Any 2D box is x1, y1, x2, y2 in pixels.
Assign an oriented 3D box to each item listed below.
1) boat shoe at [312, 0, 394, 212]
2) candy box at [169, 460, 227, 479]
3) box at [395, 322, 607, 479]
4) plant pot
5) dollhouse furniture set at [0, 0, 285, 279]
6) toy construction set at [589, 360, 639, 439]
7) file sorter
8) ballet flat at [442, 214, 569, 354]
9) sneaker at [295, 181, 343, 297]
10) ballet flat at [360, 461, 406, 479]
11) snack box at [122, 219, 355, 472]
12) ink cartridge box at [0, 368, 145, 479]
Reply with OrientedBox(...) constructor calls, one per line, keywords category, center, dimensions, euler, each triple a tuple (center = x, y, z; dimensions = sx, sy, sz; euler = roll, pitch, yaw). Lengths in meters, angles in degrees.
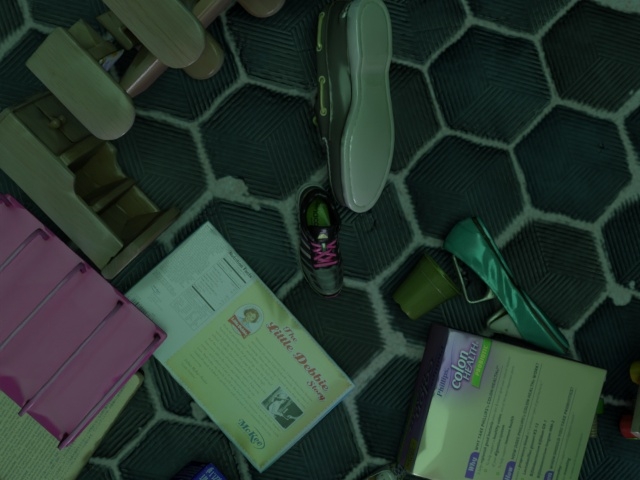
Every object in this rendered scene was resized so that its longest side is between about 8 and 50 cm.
OrientedBox(category="boat shoe", center=(0.042, -0.194, 1.854), dimensions=(0.109, 0.091, 0.305), euler=(-4, 97, -50))
OrientedBox(category="candy box", center=(-0.191, 0.506, 1.776), dimensions=(0.317, 0.122, 0.268), euler=(-43, 96, -20))
OrientedBox(category="box", center=(0.258, 0.254, 1.874), dimensions=(0.243, 0.117, 0.213), euler=(15, 89, -9))
OrientedBox(category="plant pot", center=(0.149, 0.073, 1.883), dimensions=(0.079, 0.083, 0.083), euler=(-43, 96, 7))
OrientedBox(category="dollhouse furniture set", center=(-0.213, -0.183, 1.697), dimensions=(0.394, 0.362, 0.256), euler=(-42, 95, 22))
OrientedBox(category="toy construction set", center=(0.553, 0.172, 1.836), dimensions=(0.257, 0.309, 0.237), euler=(3, 85, -16))
OrientedBox(category="file sorter", center=(-0.370, 0.103, 1.666), dimensions=(0.291, 0.182, 0.202), euler=(42, 83, -4))
OrientedBox(category="ballet flat", center=(0.262, 0.081, 1.898), dimensions=(0.087, 0.083, 0.247), euler=(-35, 92, 9))
OrientedBox(category="sneaker", center=(0.000, 0.000, 1.857), dimensions=(0.063, 0.075, 0.170), euler=(-8, 92, -8))
OrientedBox(category="ballet flat", center=(0.077, 0.361, 1.889), dimensions=(0.114, 0.041, 0.041), euler=(-26, 94, -7))
OrientedBox(category="snack box", center=(-0.124, 0.150, 1.848), dimensions=(0.187, 0.060, 0.322), euler=(-42, 96, -5))
OrientedBox(category="ink cartridge box", center=(-0.386, 0.231, 1.798), dimensions=(0.193, 0.088, 0.234), euler=(35, 86, -5))
